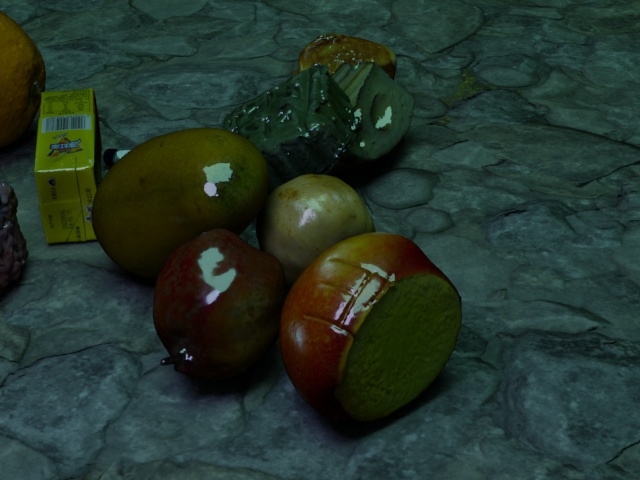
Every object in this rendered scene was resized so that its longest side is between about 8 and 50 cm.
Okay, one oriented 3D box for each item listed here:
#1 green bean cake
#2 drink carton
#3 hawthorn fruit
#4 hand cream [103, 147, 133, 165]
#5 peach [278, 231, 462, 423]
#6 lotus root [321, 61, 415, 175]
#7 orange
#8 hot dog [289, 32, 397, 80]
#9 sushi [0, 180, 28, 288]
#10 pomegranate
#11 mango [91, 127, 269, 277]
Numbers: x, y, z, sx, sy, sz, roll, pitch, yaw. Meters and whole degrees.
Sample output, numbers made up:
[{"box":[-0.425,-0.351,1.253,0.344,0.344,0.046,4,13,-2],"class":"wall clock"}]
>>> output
[{"box":[-0.063,-0.198,2.141,0.255,0.132,0.241,-27,31,21],"class":"green bean cake"},{"box":[-0.468,-0.147,2.147,0.111,0.154,0.351,-7,32,-8],"class":"drink carton"},{"box":[-0.164,0.111,1.692,0.208,0.208,0.248,14,46,23],"class":"hawthorn fruit"},{"box":[-0.357,-0.162,2.258,0.163,0.039,0.062,5,54,29],"class":"hand cream"},{"box":[0.054,0.134,1.633,0.274,0.248,0.245,-46,18,-33],"class":"peach"},{"box":[0.064,-0.227,2.293,0.210,0.142,0.314,-6,42,46],"class":"lotus root"},{"box":[-0.707,-0.328,2.304,0.312,0.312,0.312,0,32,0],"class":"orange"},{"box":[0.034,-0.365,2.507,0.257,0.150,0.153,-23,47,-31],"class":"hot dog"},{"box":[-0.635,-0.008,1.913,0.270,0.170,0.236,-8,33,-3],"class":"sushi"},{"box":[-0.011,-0.008,1.877,0.207,0.207,0.207,0,32,0],"class":"pomegranate"},{"box":[-0.222,-0.068,1.869,0.264,0.221,0.378,-45,19,-33],"class":"mango"}]
